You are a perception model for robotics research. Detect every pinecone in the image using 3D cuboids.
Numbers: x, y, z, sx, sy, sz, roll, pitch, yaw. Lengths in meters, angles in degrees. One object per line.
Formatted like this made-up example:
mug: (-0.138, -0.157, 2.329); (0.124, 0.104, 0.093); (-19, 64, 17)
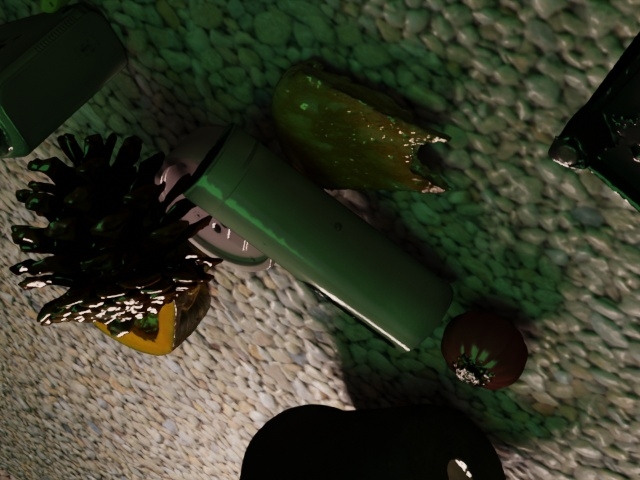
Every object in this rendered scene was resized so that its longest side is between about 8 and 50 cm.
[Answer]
pinecone: (-0.261, -0.014, 1.379); (0.264, 0.264, 0.264); (26, 145, 20)

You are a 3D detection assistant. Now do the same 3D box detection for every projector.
projector: (0.000, 0.000, 1.343); (0.337, 0.108, 0.108); (37, 148, -13)
projector: (-0.400, -0.200, 1.447); (0.250, 0.198, 0.108); (1, 132, 44)

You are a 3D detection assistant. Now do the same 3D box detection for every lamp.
lamp: (0.197, 0.132, 1.365); (0.108, 0.092, 0.107); (26, 145, 20)

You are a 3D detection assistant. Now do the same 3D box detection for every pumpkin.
pumpkin: (-0.272, 0.037, 1.674); (0.222, 0.139, 0.317); (29, 149, 9)

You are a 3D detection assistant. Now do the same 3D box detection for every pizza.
pizza: (0.044, -0.121, 1.260); (0.262, 0.034, 0.181); (11, 138, 40)

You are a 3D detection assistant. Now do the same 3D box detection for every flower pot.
flower pot: (0.106, 0.362, 1.573); (0.251, 0.379, 0.379); (-34, 105, 34)

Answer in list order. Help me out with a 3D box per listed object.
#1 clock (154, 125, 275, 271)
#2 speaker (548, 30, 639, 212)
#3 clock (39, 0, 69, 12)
clock: (-0.118, -0.053, 1.471); (0.197, 0.068, 0.196); (25, 145, 19)
speaker: (0.326, -0.128, 0.781); (0.184, 0.254, 0.232); (39, 147, 3)
clock: (-0.368, -0.385, 1.310); (0.232, 0.069, 0.170); (37, 147, 3)
